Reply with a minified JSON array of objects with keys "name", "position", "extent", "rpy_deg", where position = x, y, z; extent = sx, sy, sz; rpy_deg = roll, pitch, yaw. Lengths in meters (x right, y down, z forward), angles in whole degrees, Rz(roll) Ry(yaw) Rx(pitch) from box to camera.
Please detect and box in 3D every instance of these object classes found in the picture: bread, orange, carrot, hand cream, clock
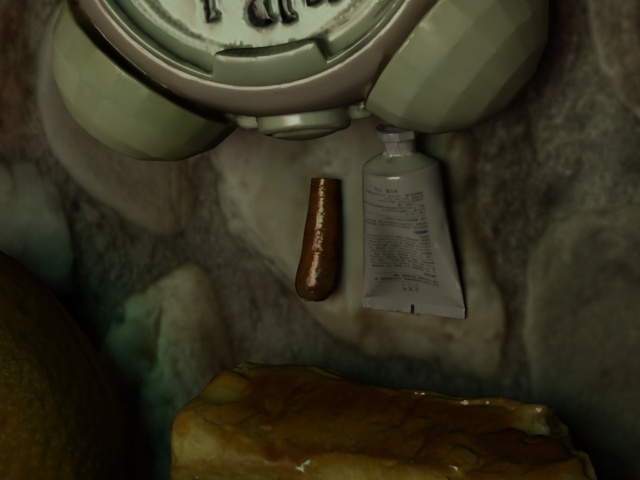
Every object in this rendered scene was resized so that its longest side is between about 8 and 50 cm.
[{"name":"bread","position":[0.058,0.191,1.072],"extent":[0.344,0.149,0.195],"rpy_deg":[9,116,30]},{"name":"orange","position":[-0.303,0.164,1.194],"extent":[0.357,0.322,0.322],"rpy_deg":[48,117,12]},{"name":"carrot","position":[0.000,0.000,1.151],"extent":[0.032,0.032,0.093],"rpy_deg":[8,95,30]},{"name":"hand cream","position":[0.061,-0.014,1.108],"extent":[0.084,0.053,0.142],"rpy_deg":[6,114,31]},{"name":"clock","position":[-0.029,-0.223,1.037],"extent":[0.342,0.184,0.326],"rpy_deg":[-5,94,22]}]
